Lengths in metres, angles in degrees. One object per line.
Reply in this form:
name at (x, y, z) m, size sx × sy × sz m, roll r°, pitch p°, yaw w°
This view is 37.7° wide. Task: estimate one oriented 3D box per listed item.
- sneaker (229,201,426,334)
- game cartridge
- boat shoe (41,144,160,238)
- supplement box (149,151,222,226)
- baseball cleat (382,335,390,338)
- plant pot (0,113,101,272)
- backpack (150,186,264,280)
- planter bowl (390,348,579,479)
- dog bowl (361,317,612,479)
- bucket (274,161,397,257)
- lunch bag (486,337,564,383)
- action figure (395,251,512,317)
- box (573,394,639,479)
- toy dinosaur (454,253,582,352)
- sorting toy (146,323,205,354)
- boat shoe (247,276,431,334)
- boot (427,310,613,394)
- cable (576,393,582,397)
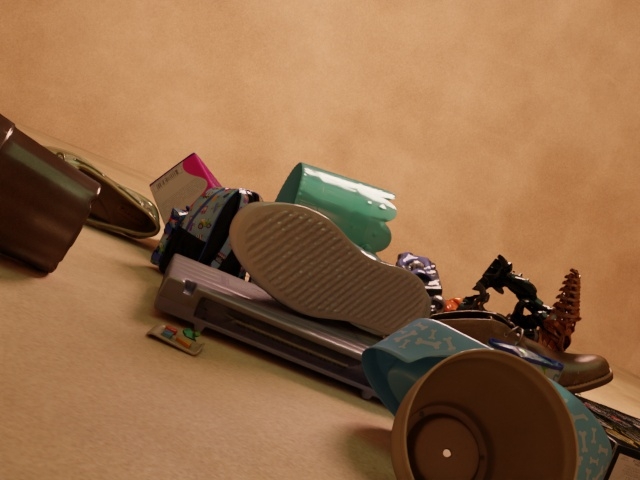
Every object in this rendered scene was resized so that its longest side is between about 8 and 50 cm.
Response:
sneaker at (-0.013, 0.042, 1.331) m, size 0.366 × 0.135 × 0.150 m, roll 32°, pitch -10°, yaw -41°
game cartridge at (-0.049, 0.120, 1.273) m, size 0.355 × 0.068 × 0.230 m, roll 23°, pitch -1°, yaw -8°
boat shoe at (-0.407, -0.085, 1.623) m, size 0.285 × 0.104 × 0.089 m, roll 23°, pitch 1°, yaw -19°
supplement box at (-0.223, -0.055, 1.706) m, size 0.114 × 0.111 × 0.220 m, roll 53°, pitch 1°, yaw -30°
baseball cleat at (0.164, 0.182, 1.589) m, size 0.110 × 0.072 × 0.206 m, roll 18°, pitch -3°, yaw 23°
plant pot at (-0.362, -0.053, 1.110) m, size 0.165 × 0.167 × 0.167 m, roll 30°, pitch 2°, yaw -17°
backpack at (-0.170, -0.012, 1.494) m, size 0.117 × 0.173 × 0.158 m, roll 25°, pitch 5°, yaw 25°
planter bowl at (0.130, 0.185, 0.830) m, size 0.162 × 0.162 × 0.109 m, roll 23°, pitch -22°, yaw -10°
dog bowl at (0.173, 0.181, 0.993) m, size 0.297 × 0.074 × 0.166 m, roll 26°, pitch -31°, yaw 42°
bucket at (0.000, 0.000, 1.720) m, size 0.183 × 0.281 × 0.281 m, roll 21°, pitch 4°, yaw -11°
lunch bag at (0.279, 0.218, 1.329) m, size 0.151 × 0.128 × 0.096 m, roll 19°, pitch 6°, yaw -42°
action figure at (0.217, 0.168, 1.808) m, size 0.330 × 0.178 × 0.341 m, roll 16°, pitch 22°, yaw 2°
box at (0.455, 0.317, 1.412) m, size 0.257 × 0.079 × 0.322 m, roll 20°, pitch 5°, yaw -16°
toy dinosaur at (0.343, 0.139, 1.549) m, size 0.218 × 0.322 × 0.164 m, roll 38°, pitch 32°, yaw 10°
sorting toy at (-0.162, 0.108, 1.070) m, size 0.062 × 0.012 × 0.083 m, roll 23°, pitch 4°, yaw -1°
boat shoe at (0.030, 0.087, 1.549) m, size 0.303 × 0.114 × 0.091 m, roll 14°, pitch -4°, yaw -9°
boot at (0.299, 0.172, 1.438) m, size 0.306 × 0.115 × 0.112 m, roll 3°, pitch 6°, yaw 1°
cable at (0.458, 0.289, 1.878) m, size 0.140 × 0.072 × 0.287 m, roll 29°, pitch 4°, yaw 3°
